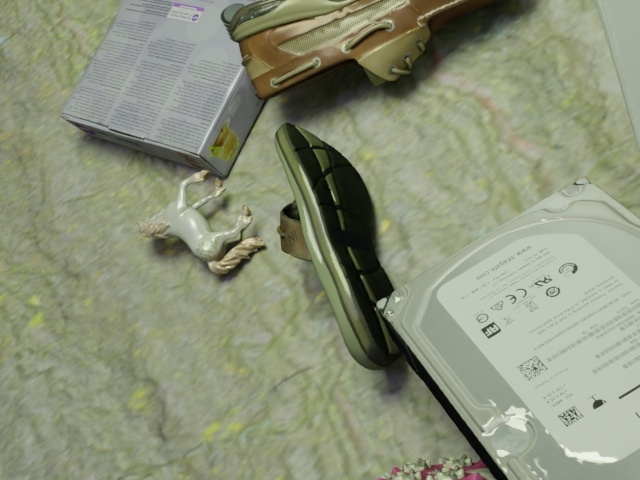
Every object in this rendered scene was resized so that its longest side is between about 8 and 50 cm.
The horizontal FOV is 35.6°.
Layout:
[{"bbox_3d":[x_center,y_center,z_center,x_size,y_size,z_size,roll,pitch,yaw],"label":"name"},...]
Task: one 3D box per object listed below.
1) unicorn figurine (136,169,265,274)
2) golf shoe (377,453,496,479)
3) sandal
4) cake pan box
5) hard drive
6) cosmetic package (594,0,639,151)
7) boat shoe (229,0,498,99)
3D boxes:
[{"bbox_3d":[-0.146,-0.021,1.144,0.111,0.060,0.162,-47,54,1],"label":"unicorn figurine"},{"bbox_3d":[0.192,0.251,0.820,0.306,0.115,0.140,-6,84,26],"label":"golf shoe"},{"bbox_3d":[-0.001,0.001,1.027,0.086,0.120,0.302,-33,55,28],"label":"sandal"},{"bbox_3d":[-0.177,-0.224,1.253,0.267,0.070,0.245,17,75,33],"label":"cake pan box"},{"bbox_3d":[0.218,0.099,0.802,0.237,0.064,0.339,-30,39,-4],"label":"hard drive"},{"bbox_3d":[0.404,-0.291,0.709,0.394,0.327,0.329,-11,104,31],"label":"cosmetic package"},{"bbox_3d":[0.064,-0.234,1.108,0.324,0.122,0.120,-12,95,14],"label":"boat shoe"}]
